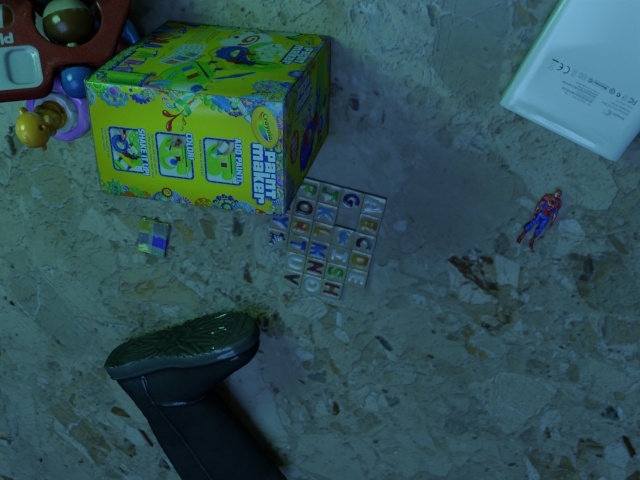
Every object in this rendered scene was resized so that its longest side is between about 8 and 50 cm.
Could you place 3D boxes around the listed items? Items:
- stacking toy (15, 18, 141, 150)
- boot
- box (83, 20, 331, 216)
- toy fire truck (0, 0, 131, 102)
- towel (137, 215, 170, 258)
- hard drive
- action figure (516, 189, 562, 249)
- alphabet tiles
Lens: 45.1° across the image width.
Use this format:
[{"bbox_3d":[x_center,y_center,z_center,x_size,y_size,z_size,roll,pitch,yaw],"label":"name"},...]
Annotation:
[{"bbox_3d":[-0.384,-0.215,1.195,0.165,0.302,0.175,-11,118,20],"label":"stacking toy"},{"bbox_3d":[-0.192,0.378,1.597,0.367,0.146,0.445,-13,114,30],"label":"boot"},{"bbox_3d":[-0.149,-0.195,1.154,0.279,0.290,0.177,8,122,11],"label":"box"},{"bbox_3d":[-0.421,-0.315,1.093,0.302,0.169,0.254,-8,82,-20],"label":"toy fire truck"},{"bbox_3d":[-0.321,-0.006,1.480,0.060,0.009,0.083,18,123,2],"label":"towel"},{"bbox_3d":[0.424,-0.284,1.102,0.203,0.040,0.308,26,123,-2],"label":"hard drive"},{"bbox_3d":[0.367,-0.037,1.275,0.038,0.030,0.115,27,121,4],"label":"action figure"},{"bbox_3d":[0.000,0.000,1.402,0.198,0.009,0.237,15,123,5],"label":"alphabet tiles"}]
